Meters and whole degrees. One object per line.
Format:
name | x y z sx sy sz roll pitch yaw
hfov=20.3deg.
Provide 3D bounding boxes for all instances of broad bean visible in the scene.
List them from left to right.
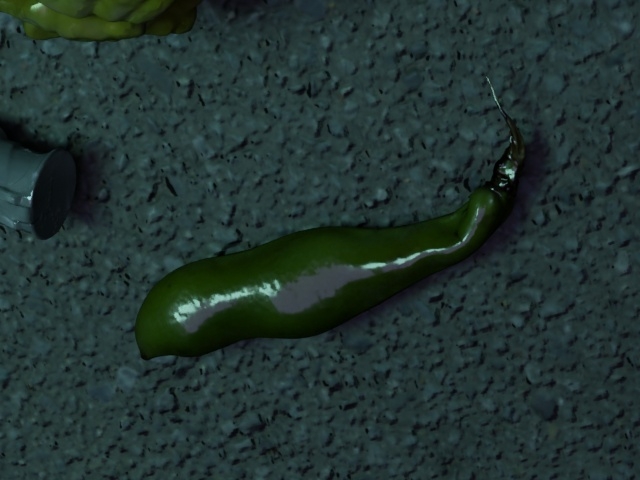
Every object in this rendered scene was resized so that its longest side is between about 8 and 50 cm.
broad bean | 0.006 0.010 1.216 0.318 0.056 0.098 -31 93 17

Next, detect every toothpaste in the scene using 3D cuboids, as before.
toothpaste | -0.320 -0.068 1.270 0.299 0.073 0.114 15 113 17

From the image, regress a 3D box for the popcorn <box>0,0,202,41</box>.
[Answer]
popcorn | -0.120 -0.225 1.086 0.259 0.259 0.212 38 128 -1
